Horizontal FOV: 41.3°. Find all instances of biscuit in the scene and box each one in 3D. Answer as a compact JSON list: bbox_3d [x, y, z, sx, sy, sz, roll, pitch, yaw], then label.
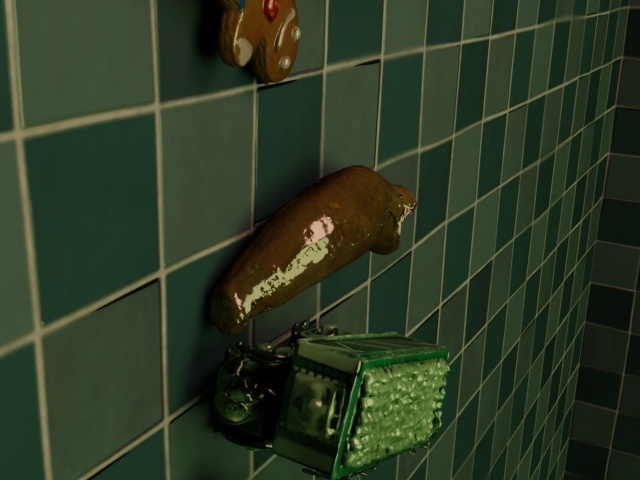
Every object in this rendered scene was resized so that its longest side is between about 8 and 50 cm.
[{"bbox_3d":[-0.047,-0.196,0.632,0.205,0.031,0.138,69,34,-58],"label":"biscuit"}]

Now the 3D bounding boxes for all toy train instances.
[{"bbox_3d":[0.013,0.139,0.768,0.269,0.154,0.115,11,93,-64],"label":"toy train"}]

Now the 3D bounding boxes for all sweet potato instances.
[{"bbox_3d":[0.006,0.002,0.776,0.286,0.085,0.112,-40,139,-51],"label":"sweet potato"}]
